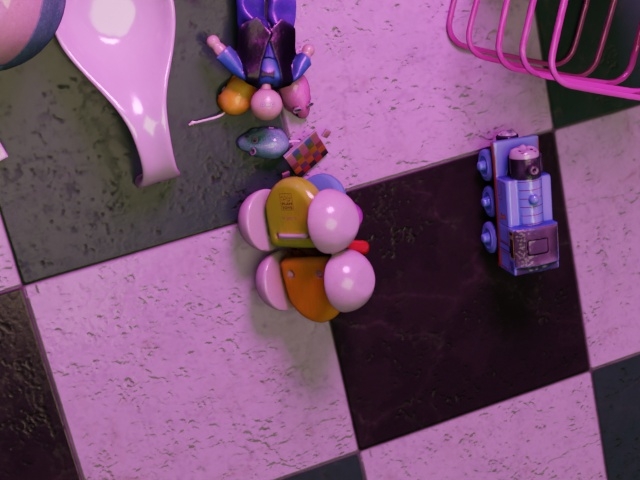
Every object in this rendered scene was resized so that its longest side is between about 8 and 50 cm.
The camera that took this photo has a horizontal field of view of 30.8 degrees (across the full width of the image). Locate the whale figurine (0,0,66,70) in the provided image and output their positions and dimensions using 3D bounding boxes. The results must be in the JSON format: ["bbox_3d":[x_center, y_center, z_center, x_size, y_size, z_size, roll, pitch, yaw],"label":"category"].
[{"bbox_3d":[-0.356,-0.310,1.214,0.216,0.141,0.272,-16,87,27],"label":"whale figurine"}]

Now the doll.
[{"bbox_3d":[-0.068,-0.233,1.350,0.129,0.046,0.189,-3,93,-17],"label":"doll"}]

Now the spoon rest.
[{"bbox_3d":[-0.213,-0.190,1.310,0.137,0.084,0.276,-19,109,-13],"label":"spoon rest"}]

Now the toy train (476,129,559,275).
[{"bbox_3d":[0.253,-0.047,1.484,0.080,0.105,0.184,-10,107,-16],"label":"toy train"}]

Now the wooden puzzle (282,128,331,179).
[{"bbox_3d":[-0.018,-0.105,1.421,0.083,0.006,0.049,-42,146,-4],"label":"wooden puzzle"}]

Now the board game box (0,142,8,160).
[{"bbox_3d":[-0.441,-0.103,1.288,0.154,0.026,0.103,-30,111,-9],"label":"board game box"}]

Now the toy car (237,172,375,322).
[{"bbox_3d":[0.000,0.000,1.408,0.136,0.159,0.182,-34,115,-45],"label":"toy car"}]

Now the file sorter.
[{"bbox_3d":[0.295,-0.275,1.344,0.202,0.290,0.182,8,104,-19],"label":"file sorter"}]

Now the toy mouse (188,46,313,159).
[{"bbox_3d":[-0.051,-0.149,1.399,0.143,0.031,0.161,43,88,-22],"label":"toy mouse"}]
